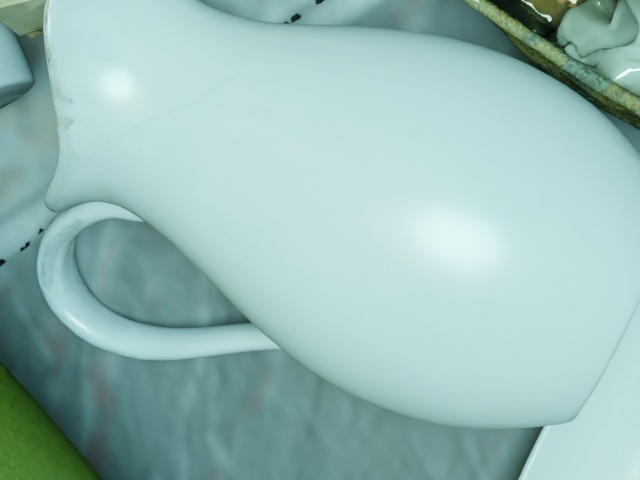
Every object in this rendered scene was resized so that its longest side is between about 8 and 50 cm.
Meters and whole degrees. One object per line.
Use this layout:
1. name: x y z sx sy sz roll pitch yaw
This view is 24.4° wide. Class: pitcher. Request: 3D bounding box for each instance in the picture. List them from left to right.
1. pitcher: 0.000 0.000 0.523 0.207 0.125 0.177 24 131 6

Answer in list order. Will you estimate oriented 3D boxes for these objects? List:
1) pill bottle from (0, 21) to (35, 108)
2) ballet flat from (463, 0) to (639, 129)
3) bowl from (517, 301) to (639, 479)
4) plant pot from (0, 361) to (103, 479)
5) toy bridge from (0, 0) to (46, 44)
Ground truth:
1. pill bottle: -0.180 -0.124 0.527 0.112 0.112 0.186 -24 93 10
2. ballet flat: 0.046 -0.142 0.492 0.349 0.123 0.123 36 100 3
3. bowl: 0.149 0.088 0.514 0.142 0.053 0.142 35 102 39
4. plant pot: -0.207 0.147 0.468 0.353 0.366 0.366 37 101 -9
5. toy bridge: -0.108 -0.157 0.533 0.026 0.063 0.188 -11 79 8
